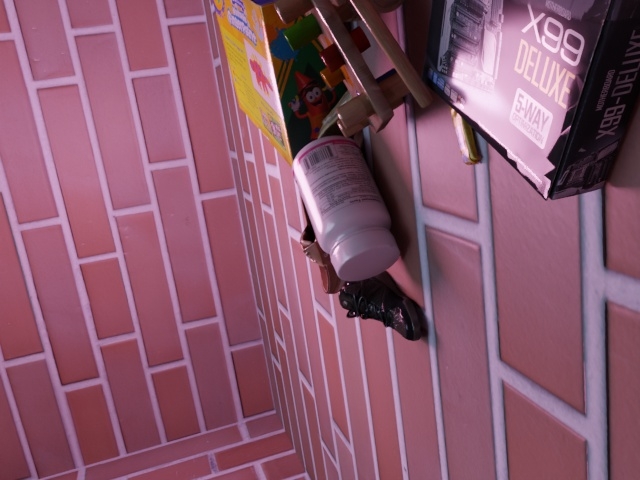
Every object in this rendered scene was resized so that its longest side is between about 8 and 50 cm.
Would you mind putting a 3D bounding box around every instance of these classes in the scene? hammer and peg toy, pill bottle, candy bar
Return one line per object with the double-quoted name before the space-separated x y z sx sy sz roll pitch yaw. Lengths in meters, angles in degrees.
"hammer and peg toy" 0.040 -0.285 0.931 0.265 0.127 0.361 59 -175 -5
"pill bottle" 0.053 -0.067 1.263 0.160 0.161 0.283 103 151 -58
"candy bar" 0.207 -0.187 0.888 0.040 0.018 0.161 154 103 -78

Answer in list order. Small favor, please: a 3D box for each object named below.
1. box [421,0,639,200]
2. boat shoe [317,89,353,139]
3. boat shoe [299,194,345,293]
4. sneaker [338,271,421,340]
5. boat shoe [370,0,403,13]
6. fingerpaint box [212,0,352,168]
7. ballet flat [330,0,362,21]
"box" 0.227 -0.231 0.670 0.307 0.077 0.242 -117 20 -45
"boat shoe" 0.043 -0.266 1.276 0.153 0.056 0.048 -50 45 39
"boat shoe" 0.000 0.000 1.588 0.123 0.117 0.324 -129 31 -59
"sneaker" 0.119 0.147 1.261 0.227 0.130 0.087 -127 27 -53
"boat shoe" 0.070 -0.532 0.913 0.113 0.127 0.340 41 152 47
"fingerpaint box" -0.099 -0.435 1.422 0.445 0.163 0.371 -128 21 -52
"ballet flat" 0.031 -0.561 1.048 0.123 0.123 0.348 -124 27 -54
